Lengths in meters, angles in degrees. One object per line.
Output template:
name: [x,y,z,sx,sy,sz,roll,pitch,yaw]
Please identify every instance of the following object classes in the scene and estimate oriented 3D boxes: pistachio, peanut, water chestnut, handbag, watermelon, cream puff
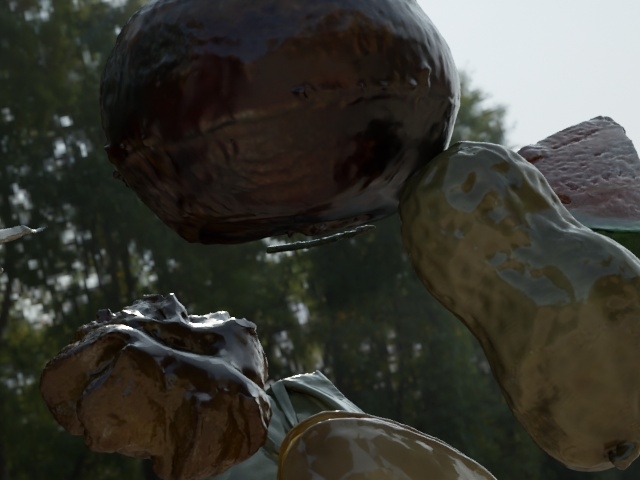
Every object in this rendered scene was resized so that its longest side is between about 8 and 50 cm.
pistachio: [0.084,0.319,1.327,0.230,0.309,0.230,-51,2,3]
peanut: [0.186,0.043,0.959,0.159,0.291,0.143,-40,-12,29]
water chestnut: [-0.041,-0.153,1.103,0.350,0.302,0.350,-5,-4,0]
handbag: [-0.057,0.312,1.769,0.315,0.253,0.109,-15,-52,-27]
watermelon: [0.262,0.006,1.364,0.222,0.319,0.292,-3,-48,0]
cream puff: [-0.164,0.160,1.287,0.155,0.241,0.269,-64,-2,24]

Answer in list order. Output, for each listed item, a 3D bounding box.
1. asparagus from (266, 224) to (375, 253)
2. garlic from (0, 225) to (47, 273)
asparagus: [0.000,0.000,1.694,0.162,0.016,0.016,-12,-4,14]
garlic: [-0.505,0.114,1.400,0.340,0.231,0.246,-25,-17,20]
